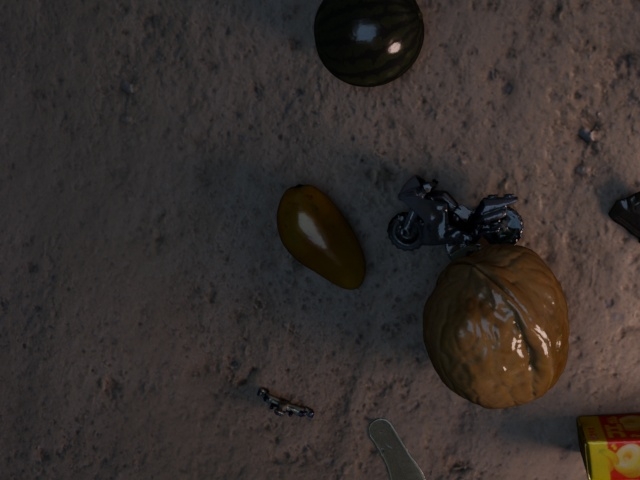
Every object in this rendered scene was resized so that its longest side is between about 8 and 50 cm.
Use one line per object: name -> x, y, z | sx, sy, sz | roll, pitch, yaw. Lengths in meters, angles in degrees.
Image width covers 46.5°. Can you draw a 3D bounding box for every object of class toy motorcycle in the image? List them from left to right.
toy motorcycle -> 0.262, -0.058, 1.483 | 0.270, 0.106, 0.159 | -4, 100, 19

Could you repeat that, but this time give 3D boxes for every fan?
fan -> 0.325, 0.039, 1.536 | 0.152, 0.008, 0.227 | 6, 99, 12

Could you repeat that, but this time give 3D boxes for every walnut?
walnut -> 0.331, 0.160, 1.416 | 0.277, 0.252, 0.313 | -21, 120, 8

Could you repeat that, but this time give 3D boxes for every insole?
insole -> 0.175, 0.496, 1.641 | 0.080, 0.003, 0.232 | -25, 92, 15

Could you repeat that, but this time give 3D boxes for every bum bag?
bum bag -> 0.653, -0.022, 1.433 | 0.197, 0.049, 0.087 | 39, 129, 5

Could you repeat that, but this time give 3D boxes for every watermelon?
watermelon -> 0.094, -0.397, 1.423 | 0.212, 0.212, 0.212 | 2, 99, 13

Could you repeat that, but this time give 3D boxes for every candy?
candy -> 0.650, 0.396, 1.446 | 0.276, 0.146, 0.088 | -6, 97, 12

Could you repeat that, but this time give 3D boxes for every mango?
mango -> 0.000, 0.000, 1.554 | 0.138, 0.113, 0.253 | -36, 96, 11

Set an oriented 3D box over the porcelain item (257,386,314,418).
porcelain item -> -0.083, 0.368, 1.644 | 0.136, 0.075, 0.021 | 21, 101, 10
